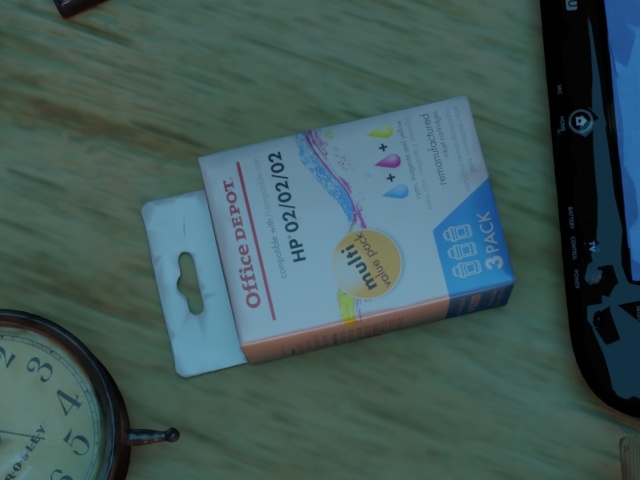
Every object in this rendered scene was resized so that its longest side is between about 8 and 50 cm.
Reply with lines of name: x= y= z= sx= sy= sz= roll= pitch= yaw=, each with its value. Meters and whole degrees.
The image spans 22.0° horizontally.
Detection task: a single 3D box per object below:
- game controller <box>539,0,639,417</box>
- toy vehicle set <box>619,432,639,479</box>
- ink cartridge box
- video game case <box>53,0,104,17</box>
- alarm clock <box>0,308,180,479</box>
game controller: x=0.205 y=-0.066 z=0.867 sx=0.166 sy=0.067 sz=0.319 roll=-3 pitch=77 yaw=0
toy vehicle set: x=0.272 y=0.172 z=0.780 sx=0.266 sy=0.035 sz=0.166 roll=1 pitch=77 yaw=-20
ink cartridge box: x=0.000 y=0.000 z=0.858 sx=0.181 sy=0.061 sz=0.104 roll=-14 pitch=77 yaw=-2
video game case: x=-0.064 y=-0.269 z=0.939 sx=0.274 sy=0.026 sz=0.196 roll=-26 pitch=78 yaw=-4
alarm clock: x=-0.178 y=0.092 z=0.839 sx=0.192 sy=0.064 sz=0.129 roll=33 pitch=80 yaw=6
